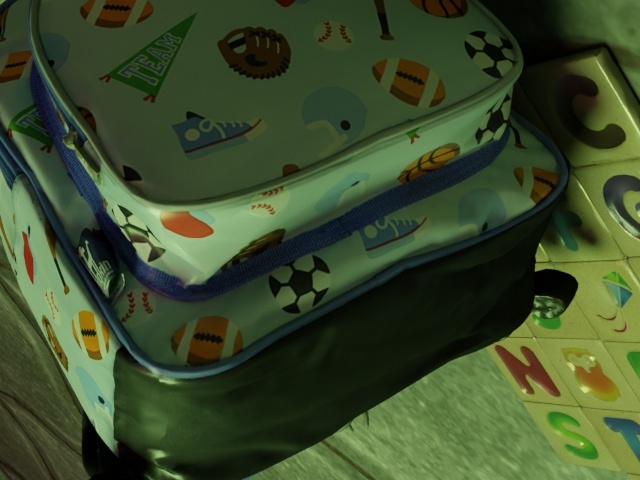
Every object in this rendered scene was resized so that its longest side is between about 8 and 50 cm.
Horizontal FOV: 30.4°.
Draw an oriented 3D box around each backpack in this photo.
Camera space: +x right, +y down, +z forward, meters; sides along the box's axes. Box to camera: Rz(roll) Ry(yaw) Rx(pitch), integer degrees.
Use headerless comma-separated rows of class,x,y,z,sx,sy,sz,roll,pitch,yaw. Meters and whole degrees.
backpack,-0.044,-0.045,0.571,0.263,0.276,0.213,45,144,36

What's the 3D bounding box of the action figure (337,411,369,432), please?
action figure,-0.074,0.067,0.969,0.285,0.099,0.185,35,146,16

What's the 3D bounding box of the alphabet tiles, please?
alphabet tiles,0.176,0.053,0.648,0.342,0.011,0.285,55,154,-16

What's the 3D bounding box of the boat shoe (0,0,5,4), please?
boat shoe,-0.131,-0.086,0.817,0.302,0.109,0.094,48,153,4
